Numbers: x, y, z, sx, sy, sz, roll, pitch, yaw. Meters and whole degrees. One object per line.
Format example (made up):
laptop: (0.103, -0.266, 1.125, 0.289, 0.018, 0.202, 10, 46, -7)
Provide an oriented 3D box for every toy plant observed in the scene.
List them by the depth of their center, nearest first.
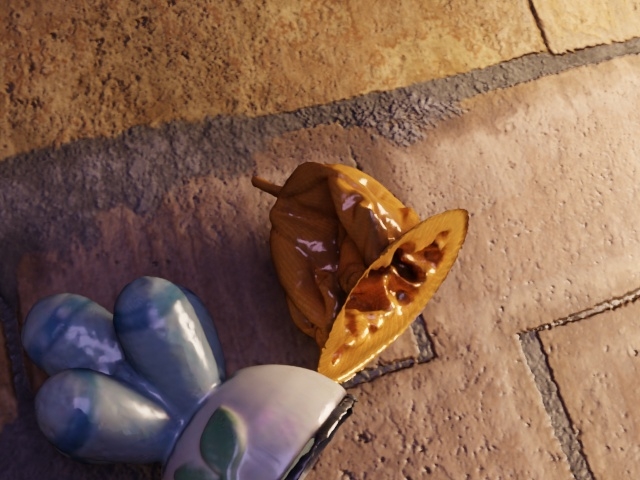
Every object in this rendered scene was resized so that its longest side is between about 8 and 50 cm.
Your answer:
toy plant: (-0.158, 0.161, 1.159, 0.332, 0.247, 0.247, 35, 67, 6)

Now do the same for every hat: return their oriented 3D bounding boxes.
hat: (0.000, 0.000, 1.293, 0.233, 0.233, 0.244, 37, 97, 23)
